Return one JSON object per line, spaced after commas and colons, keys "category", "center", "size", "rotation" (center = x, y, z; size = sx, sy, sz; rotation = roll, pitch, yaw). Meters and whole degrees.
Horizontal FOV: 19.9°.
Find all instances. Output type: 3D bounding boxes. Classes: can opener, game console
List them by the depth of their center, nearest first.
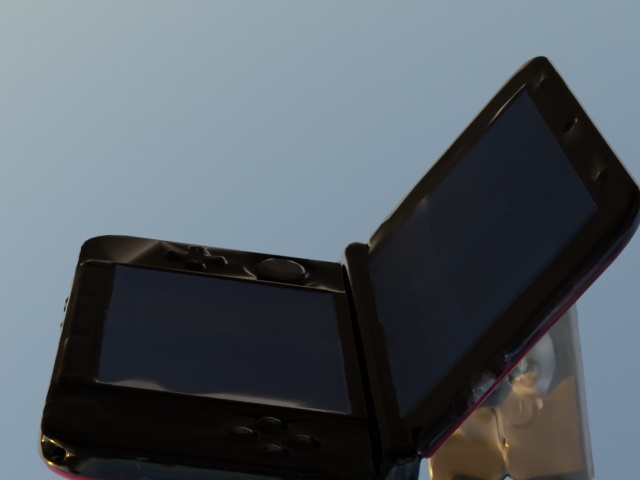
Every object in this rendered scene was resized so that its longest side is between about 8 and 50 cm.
{"category": "game console", "center": [0.000, 0.000, 0.455], "size": [0.124, 0.085, 0.144], "rotation": [8, -162, -5]}
{"category": "can opener", "center": [0.096, 0.127, 0.842], "size": [0.076, 0.283, 0.095], "rotation": [-2, -162, 19]}
